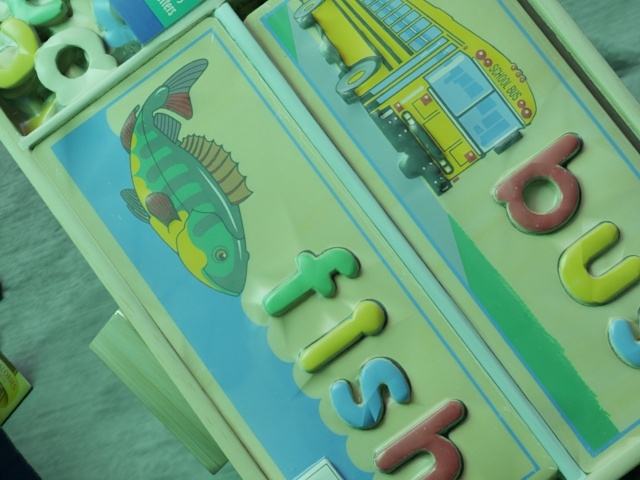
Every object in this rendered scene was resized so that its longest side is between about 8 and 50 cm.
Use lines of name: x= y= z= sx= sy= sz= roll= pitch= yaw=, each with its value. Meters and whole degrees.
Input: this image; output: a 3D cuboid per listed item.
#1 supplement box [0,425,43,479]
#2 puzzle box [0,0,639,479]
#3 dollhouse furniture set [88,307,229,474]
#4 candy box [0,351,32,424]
supplement box: x=-0.345 y=0.138 z=0.996 sx=0.356 sy=0.195 sz=0.194 roll=29 pitch=66 yaw=35
puzzle box: x=0.017 y=-0.034 z=0.805 sx=0.272 sy=0.409 sz=0.052 roll=-37 pitch=-9 yaw=-1
dollhouse furniture set: x=0.000 y=0.000 z=0.911 sx=0.242 sy=0.212 sz=0.161 roll=-48 pitch=-5 yaw=40
candy box: x=-0.320 y=0.141 z=1.203 sx=0.053 sy=0.109 sz=0.187 roll=-5 pitch=40 yaw=47
